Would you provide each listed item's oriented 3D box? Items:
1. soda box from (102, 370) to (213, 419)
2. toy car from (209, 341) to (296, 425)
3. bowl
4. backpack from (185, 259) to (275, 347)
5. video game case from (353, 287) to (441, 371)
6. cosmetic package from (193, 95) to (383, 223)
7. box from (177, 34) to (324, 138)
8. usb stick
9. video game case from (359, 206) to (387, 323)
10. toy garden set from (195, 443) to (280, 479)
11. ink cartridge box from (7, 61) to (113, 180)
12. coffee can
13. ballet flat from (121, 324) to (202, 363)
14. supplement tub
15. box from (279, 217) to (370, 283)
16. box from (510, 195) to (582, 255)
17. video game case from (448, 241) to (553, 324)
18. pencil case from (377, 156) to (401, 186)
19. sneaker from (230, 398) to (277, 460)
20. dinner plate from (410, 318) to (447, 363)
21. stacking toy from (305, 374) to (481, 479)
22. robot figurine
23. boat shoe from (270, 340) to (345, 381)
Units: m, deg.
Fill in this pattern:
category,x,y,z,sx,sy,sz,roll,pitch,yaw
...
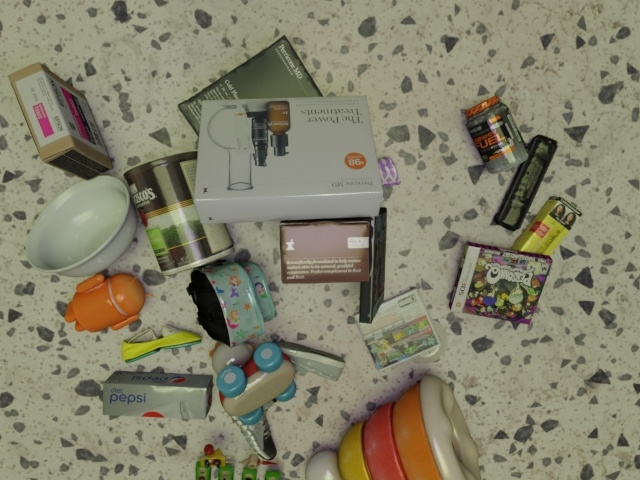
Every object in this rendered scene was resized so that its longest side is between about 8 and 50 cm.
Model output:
category,x,y,z,sx,sy,sz,roll,pitch,yaw
soda box,-0.456,0.437,1.337,0.287,0.091,0.098,4,97,-3
toy car,-0.208,0.334,1.296,0.210,0.238,0.219,-31,140,-16
bowl,-0.590,-0.015,1.229,0.298,0.297,0.134,-28,141,1
backpack,-0.231,0.159,1.238,0.191,0.253,0.225,-18,96,-21
video game case,0.223,0.260,1.372,0.201,0.023,0.183,-24,92,3
cosmetic package,-0.072,-0.182,1.031,0.378,0.097,0.284,-3,61,-4
box,-0.127,-0.277,1.228,0.313,0.179,0.343,-32,97,2
usb stick,0.584,-0.161,1.342,0.077,0.045,0.277,23,95,2
video game case,0.142,0.054,1.244,0.035,0.248,0.274,3,97,14
toy garden set,-0.238,0.672,1.350,0.245,0.049,0.203,9,125,-3
ink cartridge box,-0.635,-0.287,1.173,0.088,0.193,0.234,-25,83,0
coffee can,-0.361,-0.071,1.229,0.202,0.201,0.275,-19,97,0
ballet flat,-0.453,0.282,1.333,0.231,0.077,0.077,-16,80,1
supplement tub,0.476,-0.288,1.286,0.117,0.117,0.190,-29,96,1
box,0.000,0.000,1.163,0.191,0.381,0.143,-1,96,-3
box,0.634,-0.010,1.353,0.087,0.058,0.232,37,94,-7
video game case,0.503,0.122,1.333,0.232,0.042,0.210,10,113,3
pencil case,0.109,-0.160,1.285,0.206,0.086,0.088,-22,76,-9
sneaker,-0.164,0.516,1.365,0.132,0.086,0.228,-36,96,-1
dinner plate,0.308,0.299,1.396,0.141,0.017,0.141,0,98,-3
stacking toy,0.175,0.606,1.327,0.480,0.350,0.350,-23,97,19
robot figurine,-0.575,0.169,1.286,0.220,0.128,0.158,-24,91,1
boat shoe,-0.043,0.351,1.353,0.228,0.079,0.081,17,91,-8
